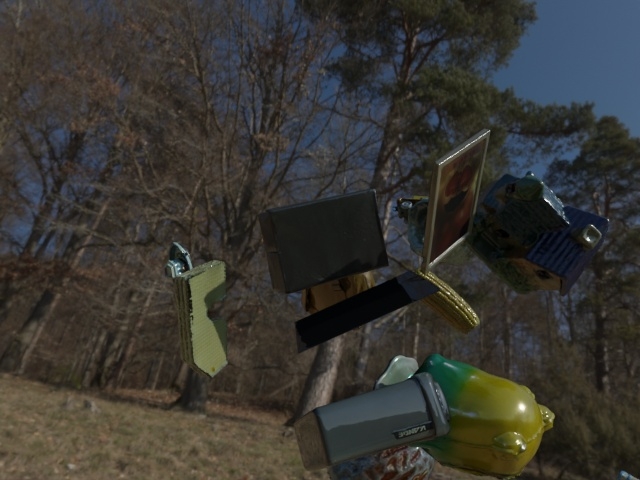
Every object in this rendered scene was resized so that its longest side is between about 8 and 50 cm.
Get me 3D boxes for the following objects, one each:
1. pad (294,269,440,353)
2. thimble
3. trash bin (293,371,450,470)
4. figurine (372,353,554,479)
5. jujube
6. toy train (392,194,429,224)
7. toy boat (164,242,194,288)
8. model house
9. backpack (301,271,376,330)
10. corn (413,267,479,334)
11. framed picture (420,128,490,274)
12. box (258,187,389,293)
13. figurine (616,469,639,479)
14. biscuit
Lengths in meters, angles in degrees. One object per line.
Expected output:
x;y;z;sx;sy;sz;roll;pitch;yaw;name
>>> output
0.104;0.174;1.300;0.368;0.007;0.247;-24;10;-2;pad
0.388;-0.032;1.628;0.172;0.204;0.250;13;11;-23;thimble
0.090;0.293;0.815;0.236;0.101;0.176;-8;-22;-21;trash bin
0.298;0.364;1.078;0.340;0.231;0.324;3;10;42;figurine
0.178;0.637;1.429;0.308;0.215;0.246;-22;0;-7;jujube
0.390;-0.126;1.955;0.219;0.127;0.089;6;-56;30;toy train
-0.316;0.072;1.127;0.059;0.140;0.066;0;13;26;toy boat
0.577;-0.022;1.344;0.312;0.245;0.280;44;-9;-7;model house
0.074;0.168;1.973;0.354;0.201;0.378;17;-53;30;backpack
0.511;0.253;2.117;0.344;0.131;0.131;41;-36;2;corn
0.301;-0.084;1.142;0.020;0.211;0.289;29;-44;34;framed picture
0.000;0.000;1.563;0.345;0.251;0.204;-13;2;-19;box
0.688;0.507;0.928;0.260;0.205;0.103;24;-2;43;figurine
-0.245;0.171;1.063;0.046;0.147;0.249;4;-76;18;biscuit
